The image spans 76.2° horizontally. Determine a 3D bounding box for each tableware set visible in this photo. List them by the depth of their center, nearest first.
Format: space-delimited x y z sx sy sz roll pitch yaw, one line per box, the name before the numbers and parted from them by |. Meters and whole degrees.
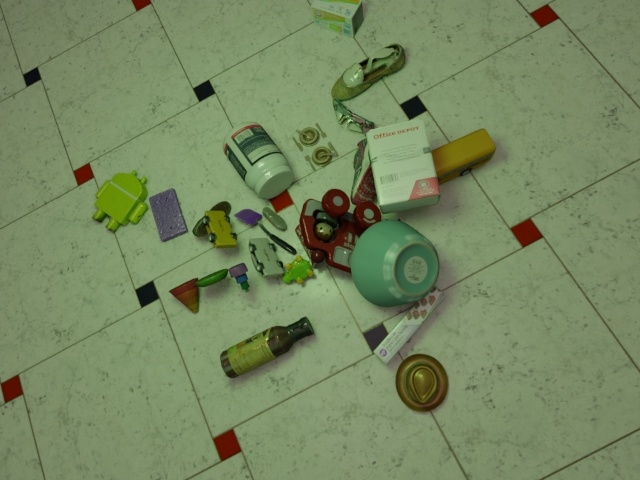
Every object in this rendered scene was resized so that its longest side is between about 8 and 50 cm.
tableware set | -0.022 -0.396 1.689 0.128 0.039 0.194 -32 73 0

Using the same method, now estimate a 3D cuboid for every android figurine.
android figurine | -0.858 -0.179 1.761 0.248 0.056 0.272 29 83 15

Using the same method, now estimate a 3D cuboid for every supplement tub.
supplement tub | -0.247 -0.319 1.627 0.191 0.191 0.272 -36 73 -1

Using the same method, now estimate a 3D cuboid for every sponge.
sponge | -0.643 -0.109 1.721 0.117 0.031 0.210 -23 73 3

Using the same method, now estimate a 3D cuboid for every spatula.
spatula | -0.212 -0.038 1.629 0.296 0.030 0.084 38 46 11

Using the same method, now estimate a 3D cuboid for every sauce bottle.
sauce bottle | -0.191 0.381 1.485 0.344 0.111 0.111 -26 73 0

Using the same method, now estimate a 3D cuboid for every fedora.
fedora | 0.346 0.485 1.386 0.194 0.079 0.194 -2 76 9

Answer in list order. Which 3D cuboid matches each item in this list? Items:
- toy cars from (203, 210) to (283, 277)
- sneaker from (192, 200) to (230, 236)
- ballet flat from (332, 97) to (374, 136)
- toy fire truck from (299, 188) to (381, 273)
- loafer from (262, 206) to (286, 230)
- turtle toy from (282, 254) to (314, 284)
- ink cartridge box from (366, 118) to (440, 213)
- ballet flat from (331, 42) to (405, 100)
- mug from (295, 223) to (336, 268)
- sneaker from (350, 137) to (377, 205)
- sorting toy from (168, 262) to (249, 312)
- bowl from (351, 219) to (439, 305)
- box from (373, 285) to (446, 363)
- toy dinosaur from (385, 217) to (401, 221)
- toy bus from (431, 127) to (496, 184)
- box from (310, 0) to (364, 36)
toy cars | -0.307 0.027 1.580 0.394 0.087 0.176 32 38 3
sneaker | -0.454 -0.088 1.666 0.064 0.086 0.192 50 58 -23
ballet flat | 0.120 -0.502 1.682 0.221 0.077 0.079 38 104 15
toy fire truck | 0.068 -0.021 1.452 0.302 0.169 0.253 19 64 -16
loafer | -0.186 -0.083 1.642 0.125 0.039 0.045 44 53 13
turtle toy | -0.092 0.117 1.555 0.130 0.066 0.095 -37 97 1
ink cartridge box | 0.288 -0.257 1.433 0.207 0.117 0.282 -11 76 11
ballet flat | 0.193 -0.709 1.695 0.349 0.123 0.123 -28 73 2
mug | -0.006 0.006 1.565 0.150 0.113 0.169 -13 62 -40
sneaker | 0.175 -0.267 1.592 0.112 0.121 0.299 0 64 42
sorting toy | -0.407 0.190 1.541 0.366 0.127 0.126 -18 98 26
bowl | 0.276 0.085 1.378 0.312 0.163 0.311 -1 93 -22
box | 0.316 0.296 1.446 0.063 0.067 0.324 41 85 16
toy dinosaur | 0.255 -0.019 1.539 0.118 0.064 0.268 -19 74 19
toy bus | 0.471 -0.289 1.535 0.333 0.130 0.108 -24 73 2
box | 0.074 -0.998 1.788 0.203 0.114 0.103 26 81 16
